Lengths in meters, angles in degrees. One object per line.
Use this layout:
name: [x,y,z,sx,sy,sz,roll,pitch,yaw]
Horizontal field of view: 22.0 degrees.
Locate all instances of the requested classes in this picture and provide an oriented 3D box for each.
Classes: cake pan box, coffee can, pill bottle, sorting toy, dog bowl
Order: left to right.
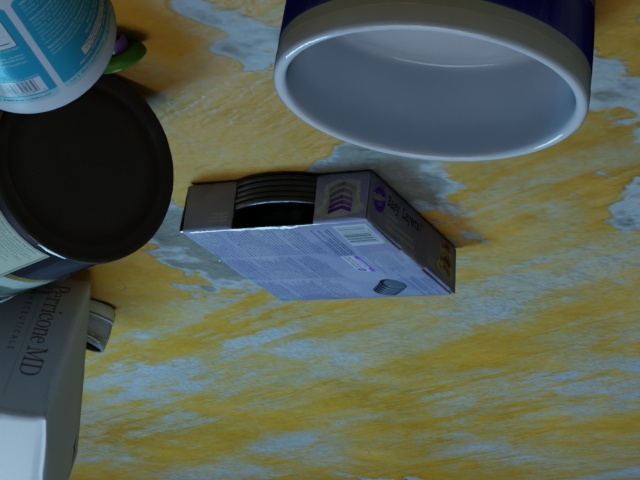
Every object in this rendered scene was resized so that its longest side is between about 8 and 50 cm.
pill bottle: [-0.264,-0.217,1.313,0.146,0.146,0.264,4,160,11]
coffee can: [-0.310,-0.051,1.715,0.202,0.201,0.275,20,157,-32]
sorting toy: [-0.219,-0.180,1.557,0.102,0.061,0.042,-10,121,24]
cake pan box: [0.000,0.000,1.945,0.246,0.070,0.267,-6,157,28]
dog bowl: [0.097,-0.164,1.387,0.265,0.104,0.265,7,161,3]

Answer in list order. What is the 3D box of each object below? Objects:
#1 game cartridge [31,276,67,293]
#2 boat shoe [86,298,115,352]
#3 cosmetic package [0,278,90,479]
game cartridge: [-0.395,-0.022,2.046,0.230,0.068,0.355,19,158,-19]
boat shoe: [-0.408,0.112,2.386,0.228,0.081,0.079,16,159,-24]
cosmetic package: [-0.540,0.239,2.224,0.394,0.329,0.327,9,120,-1]
